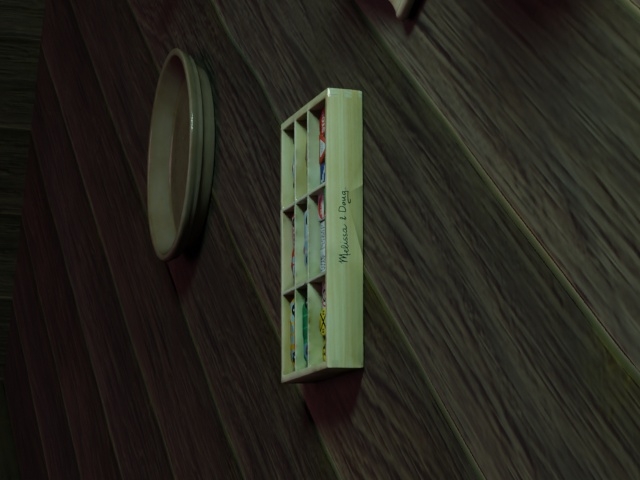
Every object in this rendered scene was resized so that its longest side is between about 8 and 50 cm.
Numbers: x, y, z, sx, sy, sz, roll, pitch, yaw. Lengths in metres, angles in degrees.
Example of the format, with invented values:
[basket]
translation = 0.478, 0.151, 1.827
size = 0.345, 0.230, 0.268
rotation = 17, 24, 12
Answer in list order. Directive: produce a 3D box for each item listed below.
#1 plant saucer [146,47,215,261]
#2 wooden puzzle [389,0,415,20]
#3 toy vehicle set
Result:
[plant saucer]
translation = -0.181, -0.110, 2.525
size = 0.278, 0.041, 0.278
rotation = -178, 90, -74
[wooden puzzle]
translation = 0.039, -0.339, 1.668
size = 0.238, 0.044, 0.221
rotation = 51, 147, 18
[toy vehicle set]
translation = 0.000, 0.000, 1.883
size = 0.166, 0.035, 0.267
rotation = 149, 123, -71
